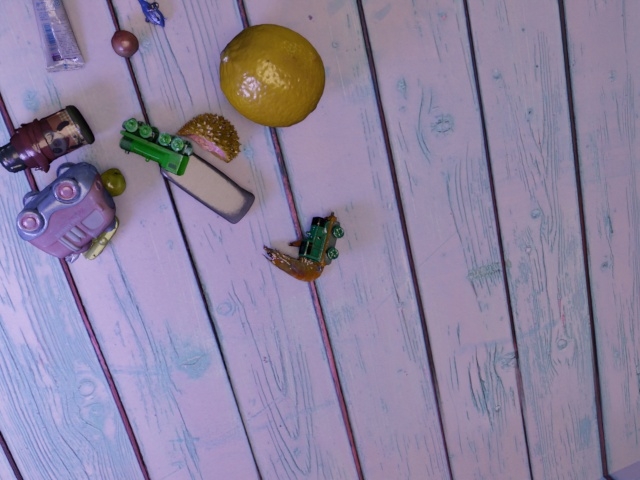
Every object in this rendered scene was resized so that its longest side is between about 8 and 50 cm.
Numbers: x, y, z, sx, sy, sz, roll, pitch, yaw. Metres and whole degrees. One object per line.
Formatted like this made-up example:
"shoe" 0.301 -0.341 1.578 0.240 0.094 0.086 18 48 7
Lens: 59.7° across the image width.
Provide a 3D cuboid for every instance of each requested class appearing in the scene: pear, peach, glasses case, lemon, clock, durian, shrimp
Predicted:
"pear" -0.675 -0.186 1.797 0.092 0.092 0.096 10 101 -18
"peach" -0.603 -0.607 1.718 0.083 0.083 0.083 -4 104 -15
"glasses case" -0.380 -0.188 1.887 0.323 0.074 0.131 36 92 -21
"lemon" -0.149 -0.517 1.758 0.337 0.336 0.335 -4 104 -15
"clock" -0.788 -0.056 1.804 0.232 0.069 0.170 35 92 -21
"durian" -0.358 -0.344 1.852 0.182 0.165 0.132 47 130 1
"shrimp" -0.094 0.064 2.042 0.249 0.068 0.150 18 85 -24

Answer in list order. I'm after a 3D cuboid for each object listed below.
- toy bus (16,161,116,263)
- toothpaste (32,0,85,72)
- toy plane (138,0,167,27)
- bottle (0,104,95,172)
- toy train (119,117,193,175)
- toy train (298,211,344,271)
"toy bus" -0.748 -0.080 1.681 0.294 0.197 0.231 -41 121 -2
"toothpaste" -0.799 -0.660 1.661 0.114 0.073 0.299 -13 114 -13
"toy plane" -0.546 -0.727 1.725 0.062 0.054 0.167 -34 113 21
"bottle" -0.836 -0.293 1.697 0.271 0.143 0.156 -30 84 -10
"toy train" -0.526 -0.300 1.775 0.252 0.085 0.119 22 96 10
"toy train" 0.000 0.000 2.011 0.136 0.091 0.227 14 85 -20
